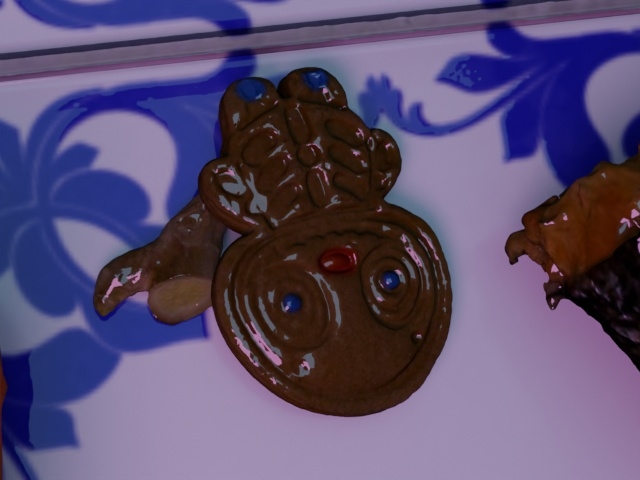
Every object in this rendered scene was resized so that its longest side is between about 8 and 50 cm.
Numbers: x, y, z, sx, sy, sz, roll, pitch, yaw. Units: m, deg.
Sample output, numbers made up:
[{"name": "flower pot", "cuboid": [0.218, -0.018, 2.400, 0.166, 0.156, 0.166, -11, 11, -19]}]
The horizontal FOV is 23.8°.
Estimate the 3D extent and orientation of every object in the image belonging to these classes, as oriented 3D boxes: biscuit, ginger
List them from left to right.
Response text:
[{"name": "ginger", "cuboid": [-0.065, 0.011, 0.738, 0.097, 0.030, 0.048, -39, 90, -14]}, {"name": "biscuit", "cuboid": [0.000, 0.000, 0.736, 0.124, 0.026, 0.175, -14, 82, -25]}]

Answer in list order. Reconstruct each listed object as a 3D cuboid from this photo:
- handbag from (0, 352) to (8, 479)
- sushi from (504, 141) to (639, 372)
[{"name": "handbag", "cuboid": [-0.327, 0.138, 0.572, 0.410, 0.116, 0.303, 1, 72, -16]}, {"name": "sushi", "cuboid": [0.276, -0.038, 0.674, 0.348, 0.234, 0.207, -38, 84, -1]}]
